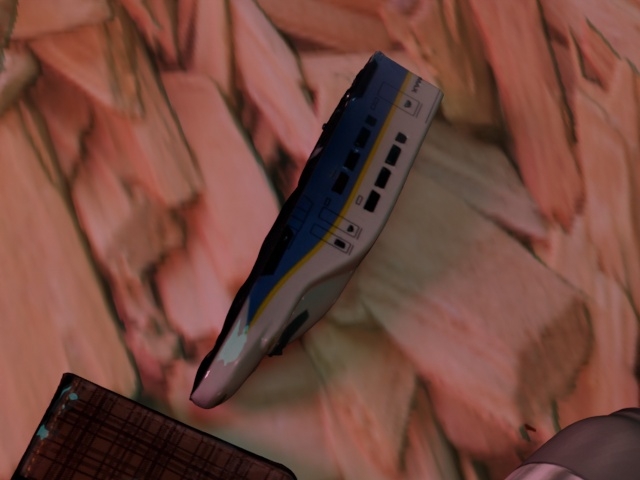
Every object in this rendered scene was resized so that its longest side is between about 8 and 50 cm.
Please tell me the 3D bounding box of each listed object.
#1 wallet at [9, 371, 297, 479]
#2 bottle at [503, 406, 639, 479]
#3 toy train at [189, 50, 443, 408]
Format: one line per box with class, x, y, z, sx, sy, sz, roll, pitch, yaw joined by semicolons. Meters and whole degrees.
wallet;-0.099;0.167;0.609;0.124;0.042;0.230;26;53;-3
bottle;0.081;0.162;0.645;0.096;0.079;0.254;12;36;44
toy train;0.000;0.000;0.759;0.051;0.052;0.234;29;51;-4
